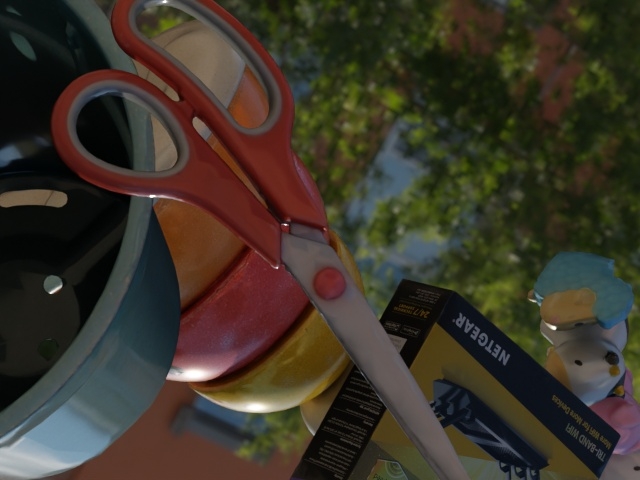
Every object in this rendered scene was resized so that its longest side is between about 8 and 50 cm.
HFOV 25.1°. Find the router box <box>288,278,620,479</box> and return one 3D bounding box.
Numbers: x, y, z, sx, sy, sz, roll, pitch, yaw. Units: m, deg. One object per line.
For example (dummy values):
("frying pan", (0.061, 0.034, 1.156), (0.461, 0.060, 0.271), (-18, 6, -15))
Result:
("router box", (0.139, 0.220, 1.427), (0.081, 0.309, 0.243), (13, -111, 53))

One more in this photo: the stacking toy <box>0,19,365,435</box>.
("stacking toy", (-0.069, 0.053, 1.412), (0.351, 0.480, 0.350), (-38, -156, 20))

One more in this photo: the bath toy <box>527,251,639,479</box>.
("bath toy", (0.327, 0.179, 1.645), (0.129, 0.348, 0.151), (13, -131, 35))

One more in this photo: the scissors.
("scissors", (0.000, 0.000, 0.684), (0.109, 0.297, 0.021), (-49, -179, -17))

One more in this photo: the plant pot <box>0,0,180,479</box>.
("plant pot", (-0.246, 0.017, 0.961), (0.334, 0.341, 0.341), (74, 38, -72))
